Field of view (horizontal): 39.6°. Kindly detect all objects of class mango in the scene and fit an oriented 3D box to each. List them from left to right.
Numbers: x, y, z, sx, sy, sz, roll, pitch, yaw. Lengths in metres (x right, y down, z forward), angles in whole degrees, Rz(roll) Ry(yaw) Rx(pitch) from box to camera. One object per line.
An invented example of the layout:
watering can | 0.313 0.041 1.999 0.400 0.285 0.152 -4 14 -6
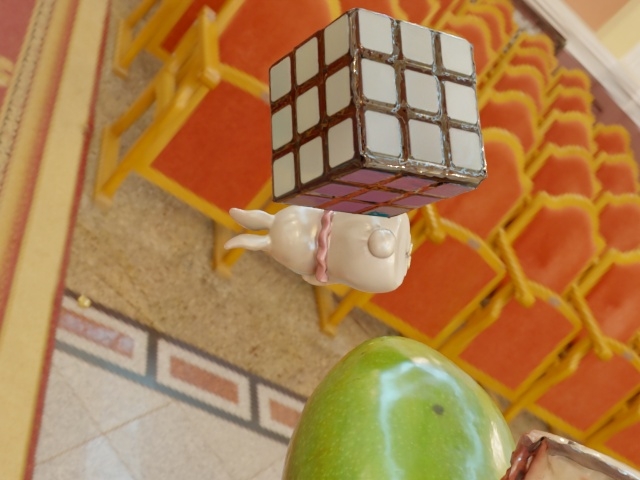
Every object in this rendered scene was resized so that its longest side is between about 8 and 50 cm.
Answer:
mango | 0.069 0.241 0.706 0.382 0.201 0.225 -89 166 -55

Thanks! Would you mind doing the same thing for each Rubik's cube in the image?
Rubik's cube | 0.054 -0.119 0.908 0.160 0.162 0.163 7 72 -34

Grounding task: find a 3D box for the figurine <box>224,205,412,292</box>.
figurine | 0.000 0.000 1.223 0.235 0.127 0.155 7 7 17

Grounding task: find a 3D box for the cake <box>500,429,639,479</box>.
cake | 0.108 0.223 0.333 0.158 0.262 0.159 27 0 39
